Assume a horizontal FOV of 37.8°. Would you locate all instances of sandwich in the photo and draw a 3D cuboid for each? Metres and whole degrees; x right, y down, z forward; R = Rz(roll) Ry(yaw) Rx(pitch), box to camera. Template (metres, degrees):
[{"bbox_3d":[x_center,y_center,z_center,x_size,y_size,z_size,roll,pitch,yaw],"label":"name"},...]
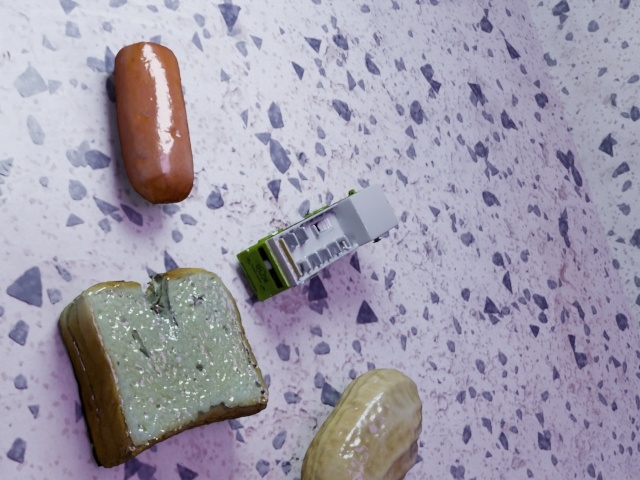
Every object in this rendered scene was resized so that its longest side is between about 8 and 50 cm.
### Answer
[{"bbox_3d":[-0.224,0.166,1.345,0.273,0.095,0.248,-11,77,-48],"label":"sandwich"}]

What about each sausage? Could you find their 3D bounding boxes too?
[{"bbox_3d":[-0.260,-0.177,1.458,0.114,0.114,0.259,9,64,-45],"label":"sausage"}]

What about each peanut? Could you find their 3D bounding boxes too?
[{"bbox_3d":[0.064,0.349,1.529,0.340,0.158,0.174,-47,138,-43],"label":"peanut"}]

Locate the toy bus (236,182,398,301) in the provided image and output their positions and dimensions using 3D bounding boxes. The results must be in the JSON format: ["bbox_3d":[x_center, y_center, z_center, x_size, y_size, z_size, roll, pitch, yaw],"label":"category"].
[{"bbox_3d":[0.000,0.000,1.629,0.302,0.139,0.113,-30,93,-48],"label":"toy bus"}]
